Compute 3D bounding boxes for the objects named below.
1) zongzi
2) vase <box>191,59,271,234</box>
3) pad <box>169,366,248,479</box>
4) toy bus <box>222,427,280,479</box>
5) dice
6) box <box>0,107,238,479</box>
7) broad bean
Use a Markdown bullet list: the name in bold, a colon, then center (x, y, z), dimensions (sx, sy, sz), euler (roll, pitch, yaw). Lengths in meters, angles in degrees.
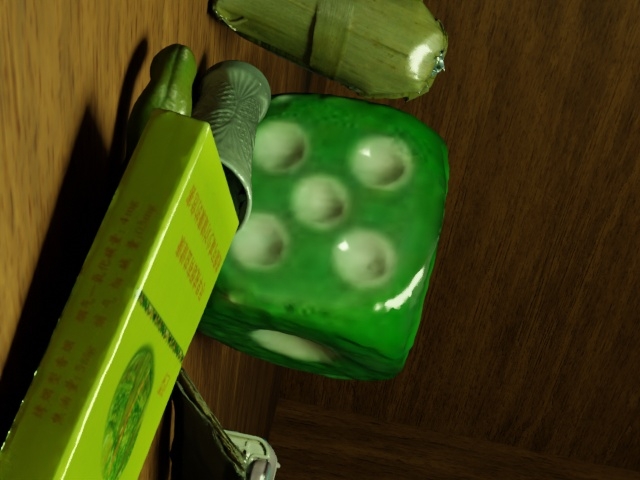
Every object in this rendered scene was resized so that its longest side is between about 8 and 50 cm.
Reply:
- **zongzi**: center (0.019, -0.243, 1.157), dimensions (0.274, 0.250, 0.125), euler (-76, -168, -80)
- **vase**: center (-0.097, -0.094, 0.989), dimensions (0.219, 0.096, 0.096), euler (-81, -179, -56)
- **pad**: center (-0.144, 0.286, 1.298), dimensions (0.174, 0.022, 0.233), euler (49, -35, 34)
- **toy bus**: center (-0.145, 0.370, 1.477), dimensions (0.142, 0.142, 0.202), euler (79, 22, -69)
- **dice**: center (0.000, 0.000, 1.339), dimensions (0.297, 0.287, 0.300), euler (93, 9, -71)
- **box**: center (-0.141, 0.097, 0.710), dimensions (0.187, 0.047, 0.335), euler (86, 22, -70)
- **broad bean**: center (-0.132, -0.046, 0.800), dimensions (0.070, 0.048, 0.214), euler (-59, 164, -87)
